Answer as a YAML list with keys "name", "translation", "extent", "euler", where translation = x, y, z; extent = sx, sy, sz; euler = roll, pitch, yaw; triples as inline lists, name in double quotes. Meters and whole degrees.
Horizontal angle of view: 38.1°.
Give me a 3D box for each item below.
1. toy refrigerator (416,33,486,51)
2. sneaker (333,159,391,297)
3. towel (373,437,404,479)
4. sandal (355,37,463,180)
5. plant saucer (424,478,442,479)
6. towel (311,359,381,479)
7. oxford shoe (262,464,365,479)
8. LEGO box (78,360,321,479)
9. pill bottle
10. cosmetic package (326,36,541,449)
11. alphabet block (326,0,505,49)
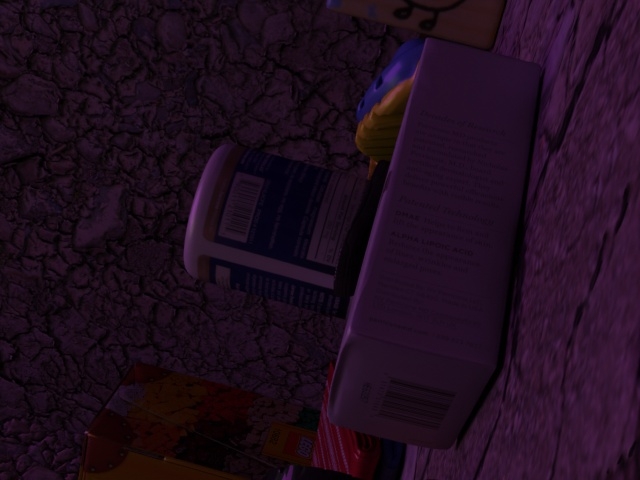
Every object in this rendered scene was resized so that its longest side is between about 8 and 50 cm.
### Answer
- name: "toy refrigerator"
  translation: [0.128, -0.113, 1.155]
  extent: [0.102, 0.094, 0.269]
  euler: [-65, -9, -56]
- name: "sneaker"
  translation: [0.078, -0.015, 0.837]
  extent: [0.051, 0.089, 0.170]
  euler: [86, -156, -63]
- name: "towel"
  translation: [0.054, 0.256, 1.004]
  extent: [0.209, 0.034, 0.285]
  euler: [-73, -4, -53]
- name: "sandal"
  translation: [0.094, -0.142, 0.935]
  extent: [0.317, 0.126, 0.138]
  euler: [105, 165, -81]
- name: "plant saucer"
  translation: [0.033, 0.228, 0.510]
  extent: [0.200, 0.037, 0.199]
  euler: [15, -90, -86]
- name: "towel"
  translation: [0.014, 0.282, 0.962]
  extent: [0.199, 0.031, 0.274]
  euler: [-106, 24, -69]
- name: "oxford shoe"
  translation: [-0.021, 0.208, 0.545]
  extent: [0.227, 0.083, 0.096]
  euler: [97, -177, -61]
- name: "LEGO box"
  translation: [-0.158, 0.472, 1.336]
  extent: [0.193, 0.373, 0.500]
  euler: [-68, -8, -67]
- name: "pill bottle"
  translation: [0.000, 0.000, 0.995]
  extent: [0.153, 0.265, 0.153]
  euler: [16, -90, -87]
- name: "cosmetic package"
  translation: [0.072, -0.003, 0.576]
  extent: [0.117, 0.086, 0.231]
  euler: [101, -177, -54]
- name: "alphabet block"
  translation: [0.130, -0.350, 1.097]
  extent: [0.193, 0.197, 0.192]
  euler: [-68, -9, -67]
